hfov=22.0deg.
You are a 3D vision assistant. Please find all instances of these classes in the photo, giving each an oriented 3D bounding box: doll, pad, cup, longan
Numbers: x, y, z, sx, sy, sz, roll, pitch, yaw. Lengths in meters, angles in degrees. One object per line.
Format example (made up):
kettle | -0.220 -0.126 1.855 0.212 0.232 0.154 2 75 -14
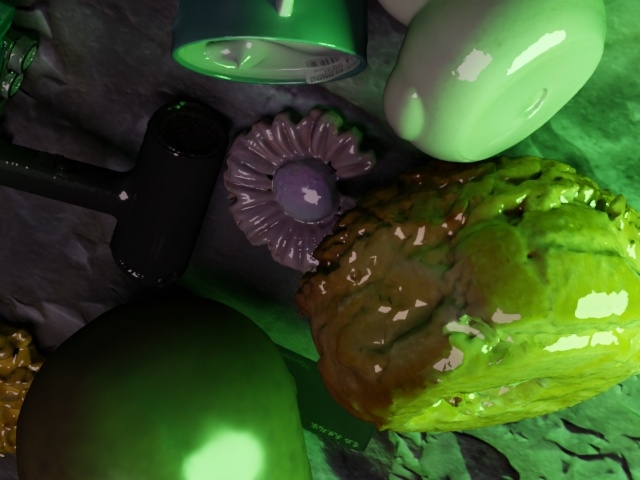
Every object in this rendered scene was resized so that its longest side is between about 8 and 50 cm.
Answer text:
doll | 0.120 -0.193 1.401 0.221 0.221 0.251 18 154 8
pad | -0.007 0.179 1.871 0.157 0.003 0.112 24 133 2
cup | -0.042 -0.234 1.408 0.167 0.173 0.299 3 172 -11
longan | -0.159 0.238 1.777 0.361 0.361 0.361 12 131 14

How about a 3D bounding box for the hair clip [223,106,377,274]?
hair clip | -0.002 0.006 1.679 0.173 0.069 0.300 1 128 23

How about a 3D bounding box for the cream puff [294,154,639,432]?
cream puff | 0.144 0.038 1.506 0.327 0.231 0.343 -6 160 -13

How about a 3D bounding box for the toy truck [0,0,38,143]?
toy truck | -0.371 -0.151 1.671 0.114 0.124 0.253 27 132 3

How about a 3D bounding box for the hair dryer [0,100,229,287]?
hair dryer | -0.232 -0.060 1.667 0.251 0.089 0.197 11 135 -15

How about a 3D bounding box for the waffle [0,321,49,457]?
waffle | -0.445 0.155 1.993 0.293 0.069 0.260 44 132 -17
